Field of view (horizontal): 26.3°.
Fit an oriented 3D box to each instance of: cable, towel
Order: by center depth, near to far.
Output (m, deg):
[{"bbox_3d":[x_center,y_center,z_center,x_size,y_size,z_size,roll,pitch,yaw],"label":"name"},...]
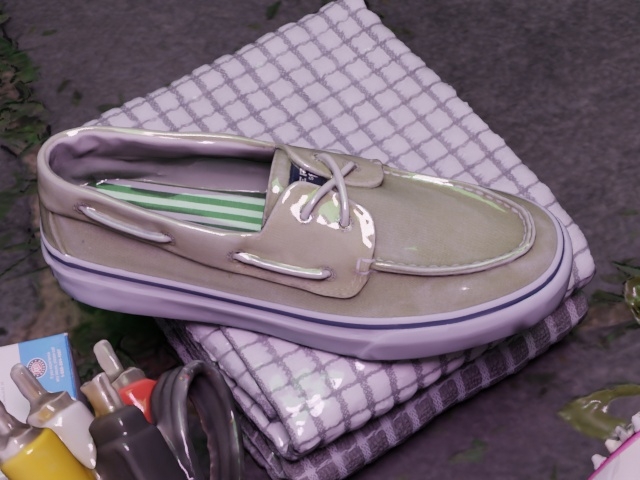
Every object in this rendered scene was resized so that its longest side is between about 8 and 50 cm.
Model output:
[{"bbox_3d":[-0.069,0.180,0.730,0.139,0.072,0.287,-24,88,-53],"label":"cable"},{"bbox_3d":[0.000,0.000,0.881,0.235,0.121,0.283,-30,57,-18],"label":"towel"}]

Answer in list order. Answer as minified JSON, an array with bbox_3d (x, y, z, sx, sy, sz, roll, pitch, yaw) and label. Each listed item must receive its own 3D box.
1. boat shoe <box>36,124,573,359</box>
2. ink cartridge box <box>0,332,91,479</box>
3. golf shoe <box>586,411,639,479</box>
[{"bbox_3d":[-0.013,-0.004,0.750,0.302,0.094,0.109,2,54,6],"label":"boat shoe"},{"bbox_3d":[-0.206,0.128,0.801,0.143,0.090,0.092,-12,51,-6],"label":"ink cartridge box"},{"bbox_3d":[0.173,0.166,0.681,0.306,0.115,0.140,-48,69,18],"label":"golf shoe"}]
